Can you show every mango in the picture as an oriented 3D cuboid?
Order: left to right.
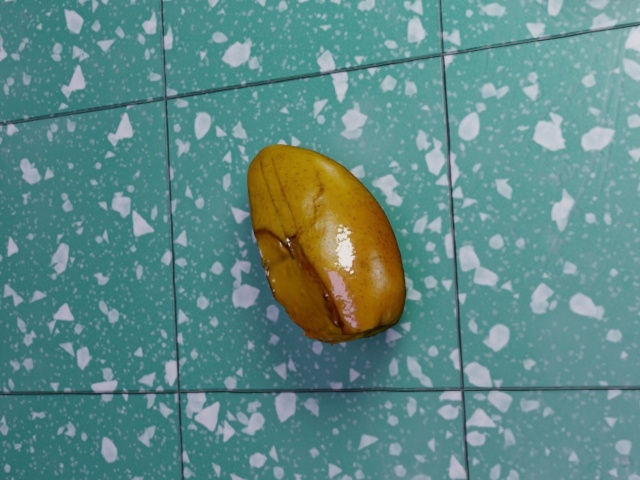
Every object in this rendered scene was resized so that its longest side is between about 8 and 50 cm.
[{"bbox_3d":[0.000,0.000,1.550,0.199,0.201,0.350,-21,67,-13],"label":"mango"}]
